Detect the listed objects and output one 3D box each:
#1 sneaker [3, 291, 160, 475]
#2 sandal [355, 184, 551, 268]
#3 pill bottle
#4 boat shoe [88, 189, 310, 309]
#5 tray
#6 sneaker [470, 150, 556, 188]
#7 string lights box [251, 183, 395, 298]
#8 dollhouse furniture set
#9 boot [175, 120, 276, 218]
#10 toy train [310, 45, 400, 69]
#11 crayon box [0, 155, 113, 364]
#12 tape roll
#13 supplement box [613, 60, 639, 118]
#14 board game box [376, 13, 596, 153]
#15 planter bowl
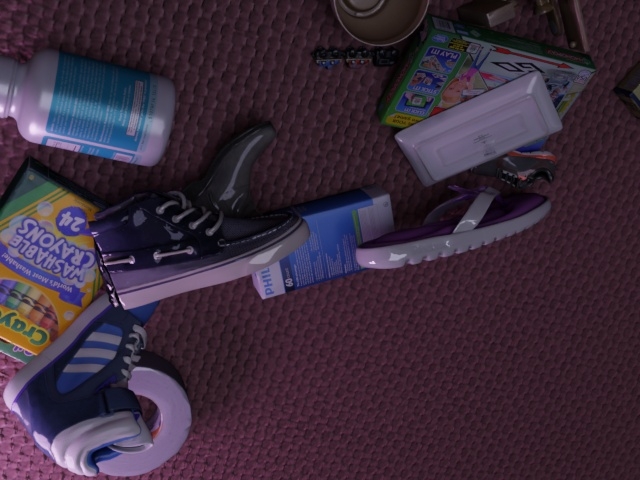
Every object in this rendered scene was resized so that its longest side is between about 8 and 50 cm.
[{"bbox_3d":[-0.323,0.231,1.534,0.323,0.236,0.130,-42,161,-26],"label":"sneaker"},{"bbox_3d":[0.244,-0.045,1.647,0.416,0.169,0.102,-19,102,-32],"label":"sandal"},{"bbox_3d":[-0.365,-0.208,1.448,0.264,0.146,0.146,11,105,-21],"label":"pill bottle"},{"bbox_3d":[-0.197,-0.016,1.470,0.340,0.127,0.158,-19,109,3],"label":"boat shoe"},{"bbox_3d":[0.279,-0.183,1.650,0.270,0.030,0.145,-23,133,16],"label":"tray"},{"bbox_3d":[0.353,-0.126,1.721,0.157,0.061,0.065,-3,66,5],"label":"sneaker"},{"bbox_3d":[0.000,0.000,1.674,0.259,0.077,0.134,-15,112,-12],"label":"string lights box"},{"bbox_3d":[0.345,-0.362,1.612,0.151,0.144,0.123,-25,114,-9],"label":"dollhouse furniture set"},{"bbox_3d":[-0.127,-0.067,1.573,0.246,0.083,0.161,-44,83,9],"label":"boot"},{"bbox_3d":[0.059,-0.311,1.609,0.158,0.027,0.036,-4,121,-16],"label":"toy train"},{"bbox_3d":[-0.473,0.054,1.545,0.203,0.083,0.323,32,98,-24],"label":"crayon box"},{"bbox_3d":[-0.342,0.307,1.683,0.219,0.072,0.219,-5,110,-15],"label":"tape roll"},{"bbox_3d":[0.614,-0.281,1.772,0.083,0.056,0.083,-47,115,3],"label":"supplement box"},{"bbox_3d":[0.284,-0.261,1.630,0.317,0.046,0.214,9,136,-20],"label":"board game box"},{"bbox_3d":[0.082,-0.405,1.535,0.162,0.109,0.162,-6,111,-16],"label":"planter bowl"}]
